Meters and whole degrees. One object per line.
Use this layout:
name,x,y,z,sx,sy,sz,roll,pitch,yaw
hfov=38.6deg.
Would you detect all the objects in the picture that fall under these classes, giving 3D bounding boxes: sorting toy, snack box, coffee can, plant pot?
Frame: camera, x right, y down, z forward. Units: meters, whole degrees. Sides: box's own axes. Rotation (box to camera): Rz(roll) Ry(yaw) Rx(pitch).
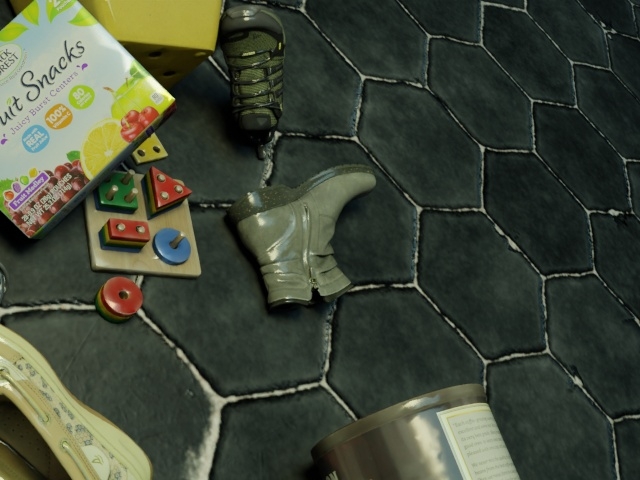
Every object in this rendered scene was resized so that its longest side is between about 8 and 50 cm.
sorting toy,-0.202,-0.036,1.050,0.132,0.046,0.274,7,56,-36
snack box,-0.284,-0.133,0.951,0.207,0.070,0.174,-44,93,-7
coffee can,0.130,0.314,0.949,0.202,0.201,0.275,-2,62,-41
plant pot,-0.238,-0.288,1.103,0.212,0.212,0.187,-5,76,-42

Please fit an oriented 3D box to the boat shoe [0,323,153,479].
boat shoe,-0.269,0.160,0.789,0.285,0.104,0.089,39,26,-14

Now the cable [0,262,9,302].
cable,-0.387,0.033,0.852,0.185,0.047,0.150,2,54,-34

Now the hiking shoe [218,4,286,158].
hiking shoe,-0.077,-0.200,1.160,0.086,0.227,0.114,-10,63,-1

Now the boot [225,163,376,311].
boot,0.000,0.000,1.180,0.247,0.083,0.161,-20,81,-40
